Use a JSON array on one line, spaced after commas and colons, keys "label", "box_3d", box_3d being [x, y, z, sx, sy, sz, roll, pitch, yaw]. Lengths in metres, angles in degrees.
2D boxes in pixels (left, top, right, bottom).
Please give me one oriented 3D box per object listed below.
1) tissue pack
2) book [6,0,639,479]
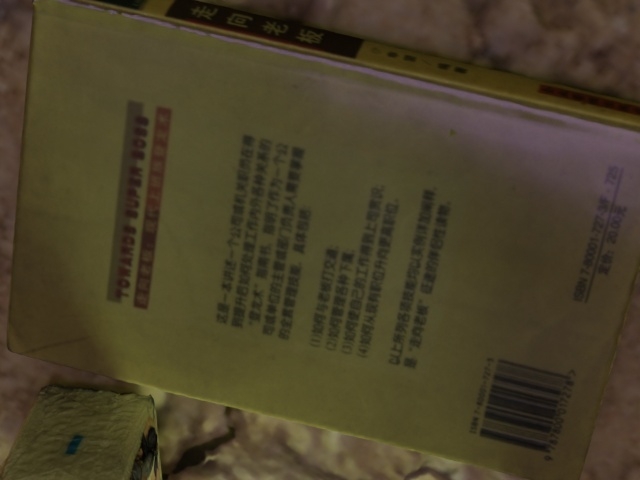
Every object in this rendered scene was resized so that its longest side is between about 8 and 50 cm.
[{"label": "tissue pack", "box_3d": [-0.094, 0.117, 0.739, 0.058, 0.074, 0.094, 3, 123, 7]}, {"label": "book", "box_3d": [0.000, 0.000, 0.677, 0.230, 0.026, 0.161, 14, 121, 4]}]
